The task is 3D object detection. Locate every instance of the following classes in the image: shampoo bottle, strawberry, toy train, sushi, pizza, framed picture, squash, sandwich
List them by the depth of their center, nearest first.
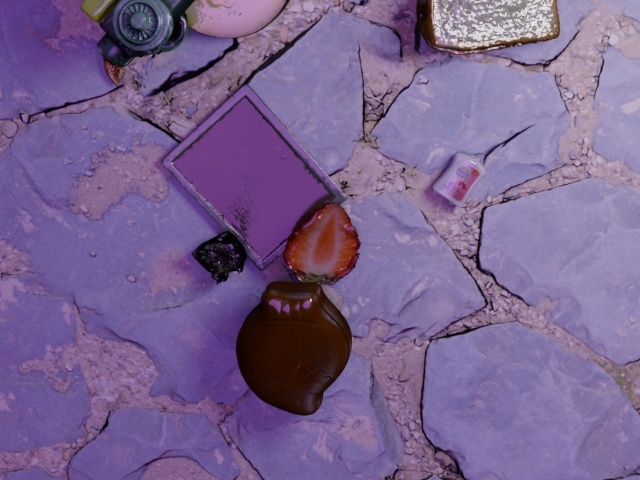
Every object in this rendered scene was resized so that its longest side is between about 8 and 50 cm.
[{"bbox_3d":[-0.267,-0.514,1.669,0.272,0.179,0.442,45,101,-2],"label":"toy train"},{"bbox_3d":[0.294,-0.476,1.718,0.254,0.099,0.288,-4,105,-2],"label":"sandwich"},{"bbox_3d":[-0.167,-0.496,1.778,0.252,0.049,0.252,0,103,2],"label":"squash"},{"bbox_3d":[-0.392,-0.333,1.845,0.037,0.016,0.083,-9,103,-1],"label":"pizza"},{"bbox_3d":[0.267,-0.120,1.852,0.072,0.043,0.099,34,104,-6],"label":"shampoo bottle"},{"bbox_3d":[0.000,0.000,1.867,0.147,0.082,0.187,5,119,-19],"label":"strawberry"},{"bbox_3d":[-0.128,-0.119,1.887,0.232,0.019,0.296,-39,99,11],"label":"framed picture"},{"bbox_3d":[-0.188,0.032,1.901,0.083,0.056,0.084,-30,102,23],"label":"sushi"}]

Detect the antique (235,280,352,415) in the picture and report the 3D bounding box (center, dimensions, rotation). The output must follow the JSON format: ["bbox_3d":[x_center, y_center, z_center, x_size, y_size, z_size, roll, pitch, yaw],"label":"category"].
[{"bbox_3d":[-0.049,0.203,1.895,0.224,0.129,0.278,-2,115,11],"label":"antique"}]
